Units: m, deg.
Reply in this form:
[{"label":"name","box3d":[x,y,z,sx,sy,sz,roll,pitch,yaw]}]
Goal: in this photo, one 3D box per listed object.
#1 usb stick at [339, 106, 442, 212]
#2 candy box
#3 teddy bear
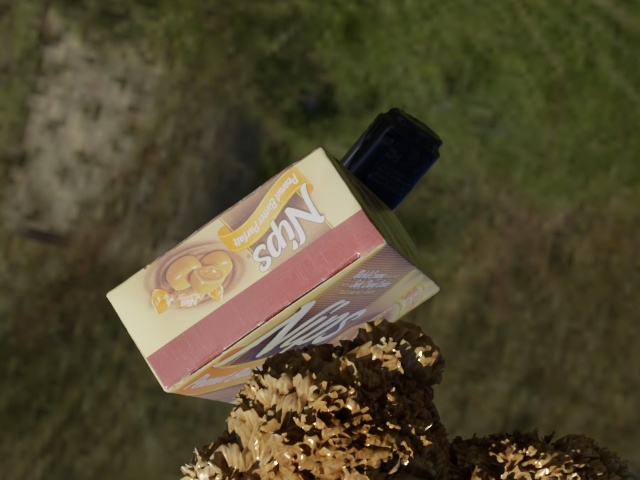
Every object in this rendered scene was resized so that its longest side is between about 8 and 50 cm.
[{"label":"usb stick","box3d":[0.000,0.000,1.788,0.077,0.278,0.045,30,-163,-35]},{"label":"candy box","box3d":[-0.023,0.038,1.482,0.087,0.183,0.316,56,-176,12]},{"label":"teddy bear","box3d":[0.059,0.197,1.097,0.245,0.113,0.338,-8,132,1]}]
